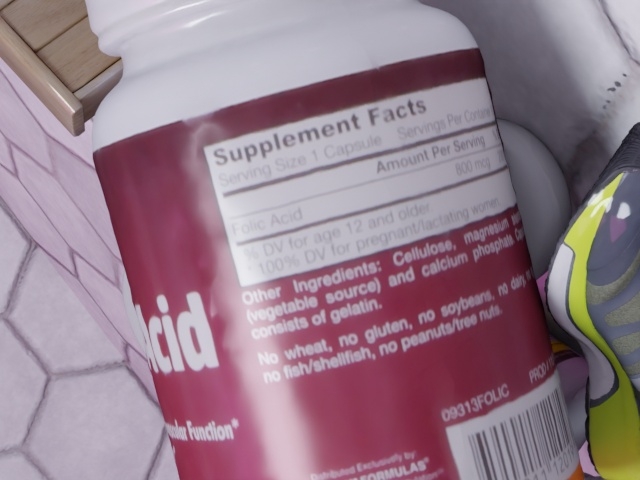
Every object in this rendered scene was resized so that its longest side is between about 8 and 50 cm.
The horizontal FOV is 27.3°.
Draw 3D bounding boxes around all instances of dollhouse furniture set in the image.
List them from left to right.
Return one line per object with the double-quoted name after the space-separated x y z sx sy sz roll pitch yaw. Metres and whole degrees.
-0.128 -0.216 0.859 0.303 0.174 0.355 46 161 9 "dollhouse furniture set"

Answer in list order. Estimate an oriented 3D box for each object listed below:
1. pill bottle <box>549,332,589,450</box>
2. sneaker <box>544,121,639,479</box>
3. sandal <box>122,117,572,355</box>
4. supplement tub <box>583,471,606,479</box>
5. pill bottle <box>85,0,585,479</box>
0.102 0.091 1.014 0.215 0.117 0.117 36 157 35 "pill bottle"
0.214 0.052 0.747 0.121 0.111 0.300 18 150 35 "sneaker"
0.016 0.027 0.957 0.416 0.102 0.169 -16 88 42 "sandal"
0.241 0.285 0.958 0.272 0.191 0.191 17 143 57 "supplement tub"
0.000 0.000 0.745 0.224 0.224 0.392 -8 96 68 "pill bottle"
